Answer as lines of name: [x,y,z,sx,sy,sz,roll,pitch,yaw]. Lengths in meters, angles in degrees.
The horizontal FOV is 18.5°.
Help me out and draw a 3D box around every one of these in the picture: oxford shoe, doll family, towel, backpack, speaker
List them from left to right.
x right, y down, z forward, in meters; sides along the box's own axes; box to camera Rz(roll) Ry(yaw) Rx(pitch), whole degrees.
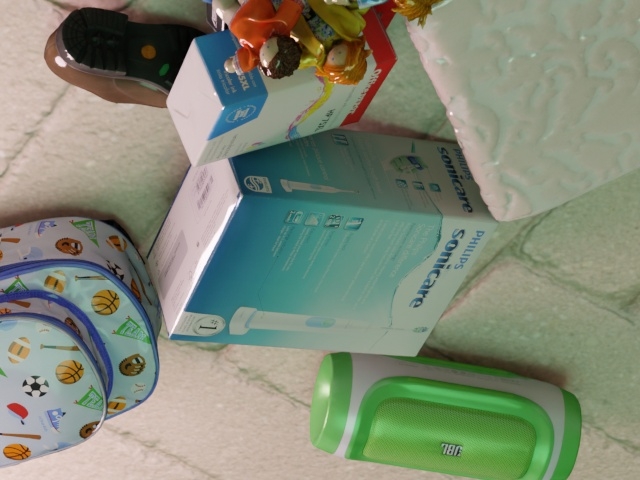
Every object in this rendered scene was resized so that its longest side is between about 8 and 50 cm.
backpack: [-0.305,0.101,2.110,0.263,0.213,0.276,-21,127,3]
oxford shoe: [-0.168,-0.169,1.956,0.227,0.082,0.096,19,157,-25]
doll family: [0.027,-0.231,1.730,0.263,0.163,0.118,-49,139,15]
speaker: [0.143,0.206,2.259,0.297,0.131,0.131,10,131,-10]
towel: [0.262,-0.183,1.855,0.317,0.053,0.332,-25,137,4]

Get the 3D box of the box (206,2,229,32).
box: [-0.014,-0.289,1.809,0.184,0.045,0.190,-16,136,-21]

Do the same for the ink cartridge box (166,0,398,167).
ink cartridge box: [-0.018,-0.157,1.870,0.231,0.078,0.134,-17,163,-23]

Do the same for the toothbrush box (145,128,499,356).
toothbrush box: [0.000,0.000,2.024,0.296,0.126,0.216,6,134,-25]
